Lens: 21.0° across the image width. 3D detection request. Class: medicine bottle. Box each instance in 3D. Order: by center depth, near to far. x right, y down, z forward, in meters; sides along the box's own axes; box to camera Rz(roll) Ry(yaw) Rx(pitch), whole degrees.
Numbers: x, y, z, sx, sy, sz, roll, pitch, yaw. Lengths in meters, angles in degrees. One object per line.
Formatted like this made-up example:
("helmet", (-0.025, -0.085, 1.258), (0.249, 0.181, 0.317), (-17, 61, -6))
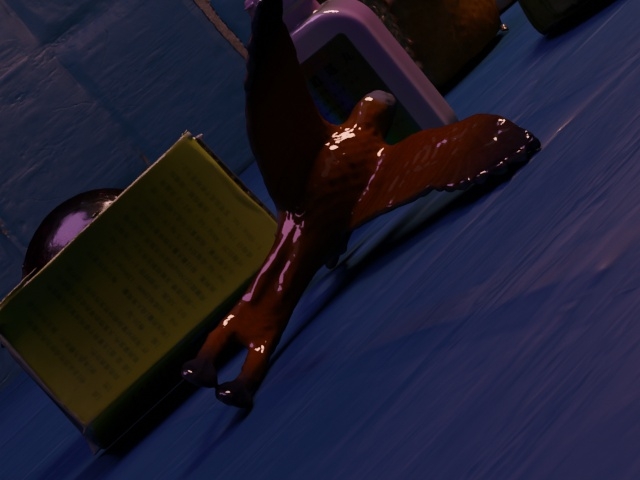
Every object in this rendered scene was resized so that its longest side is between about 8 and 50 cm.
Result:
("medicine bottle", (-0.150, 0.048, 1.492), (0.250, 0.141, 0.137), (-43, -7, -10))
("medicine bottle", (0.020, -0.153, 1.601), (0.115, 0.219, 0.078), (-36, 8, 29))

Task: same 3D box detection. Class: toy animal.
("toy animal", (0.002, 0.001, 1.311), (0.284, 0.225, 0.302), (-62, -5, -6))

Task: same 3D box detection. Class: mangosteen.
("mangosteen", (-0.193, 0.046, 1.692), (0.210, 0.210, 0.210), (-40, 6, 5))

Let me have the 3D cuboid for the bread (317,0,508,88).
("bread", (0.113, -0.279, 2.102), (0.179, 0.194, 0.340), (-37, 7, -14))

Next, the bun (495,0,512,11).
("bun", (0.216, -0.405, 2.439), (0.299, 0.165, 0.299), (-41, 4, 4))

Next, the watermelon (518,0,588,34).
("watermelon", (0.291, -0.364, 1.661), (0.331, 0.189, 0.331), (-46, 3, 3))
